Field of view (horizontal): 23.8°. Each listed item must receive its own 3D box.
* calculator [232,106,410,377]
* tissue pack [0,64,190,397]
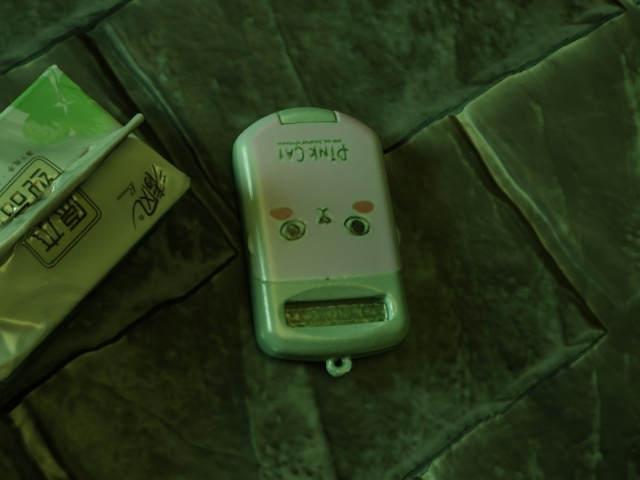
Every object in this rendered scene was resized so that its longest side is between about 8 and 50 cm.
[{"bbox_3d":[0.000,0.000,1.327,0.141,0.045,0.246,-2,73,-18],"label":"calculator"},{"bbox_3d":[-0.235,-0.016,1.203,0.159,0.145,0.229,41,64,1],"label":"tissue pack"}]
